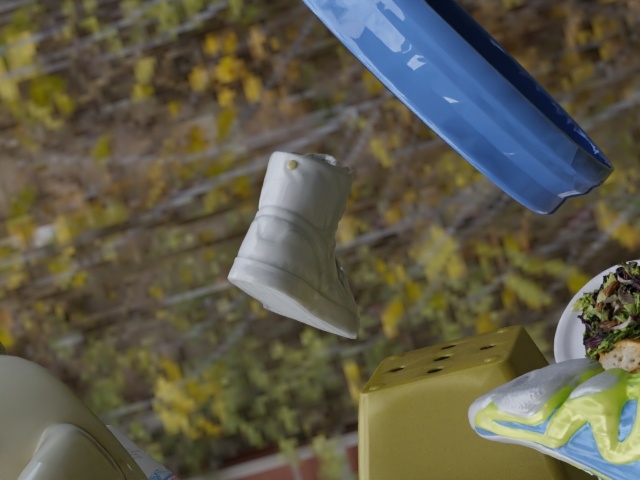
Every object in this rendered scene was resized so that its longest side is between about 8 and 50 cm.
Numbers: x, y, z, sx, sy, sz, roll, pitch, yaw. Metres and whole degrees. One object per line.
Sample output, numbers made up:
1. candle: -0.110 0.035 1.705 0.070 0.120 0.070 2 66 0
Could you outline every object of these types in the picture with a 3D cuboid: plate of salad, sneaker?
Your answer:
1. plate of salad: 0.383 0.104 2.315 0.048 0.200 0.199 41 -155 -36
2. sneaker: 0.000 0.000 1.851 0.292 0.108 0.169 49 -122 -72
3. sneaker: 0.198 0.145 1.211 0.240 0.091 0.126 -15 96 55

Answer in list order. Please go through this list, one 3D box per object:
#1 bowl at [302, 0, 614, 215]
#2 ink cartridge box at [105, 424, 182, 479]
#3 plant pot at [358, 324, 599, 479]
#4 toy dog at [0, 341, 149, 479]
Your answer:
1. bowl: 0.100 -0.172 1.609 0.391 0.077 0.391 42 -168 -11
2. ink cartridge box: -0.236 0.399 2.208 0.306 0.226 0.131 35 -160 32
3. plant pot: 0.139 0.196 1.680 0.212 0.212 0.187 -44 -62 -73
4. toy dog: -0.272 0.251 0.980 0.284 0.408 0.395 53 165 -20
